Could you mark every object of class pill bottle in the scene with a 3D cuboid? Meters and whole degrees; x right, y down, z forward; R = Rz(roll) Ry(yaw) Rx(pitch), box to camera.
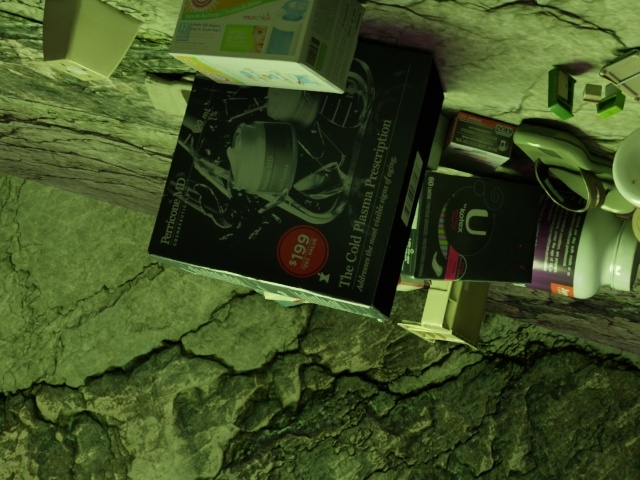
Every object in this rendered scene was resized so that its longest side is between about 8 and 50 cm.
[{"bbox_3d":[0.496,-0.072,1.516,0.121,0.121,0.221,8,169,40],"label":"pill bottle"},{"bbox_3d":[0.393,-0.002,1.947,0.322,0.182,0.181,12,171,21],"label":"pill bottle"}]

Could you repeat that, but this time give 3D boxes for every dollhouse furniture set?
[{"bbox_3d":[0.341,-0.196,1.311,0.076,0.059,0.151,28,147,-31],"label":"dollhouse furniture set"}]

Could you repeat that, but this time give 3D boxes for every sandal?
[{"bbox_3d":[0.380,-0.093,1.694,0.120,0.086,0.302,7,168,44],"label":"sandal"}]

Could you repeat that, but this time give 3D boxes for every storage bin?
[{"bbox_3d":[0.287,0.089,2.458,0.123,0.262,0.260,10,170,25],"label":"storage bin"}]

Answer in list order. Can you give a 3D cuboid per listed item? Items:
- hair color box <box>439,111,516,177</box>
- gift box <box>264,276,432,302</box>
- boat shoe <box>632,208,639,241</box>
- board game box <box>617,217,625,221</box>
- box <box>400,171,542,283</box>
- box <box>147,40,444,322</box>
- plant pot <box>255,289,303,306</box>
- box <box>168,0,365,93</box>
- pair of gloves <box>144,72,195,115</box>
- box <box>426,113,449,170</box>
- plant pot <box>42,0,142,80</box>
[{"bbox_3d":[0.236,-0.146,1.719,0.093,0.053,0.167,15,173,-3],"label":"hair color box"},{"bbox_3d":[0.057,0.009,2.093,0.258,0.276,0.255,-15,171,35],"label":"gift box"},{"bbox_3d":[0.639,-0.013,1.748,0.285,0.103,0.092,9,-157,37],"label":"boat shoe"},{"bbox_3d":[0.527,-0.018,2.082,0.181,0.043,0.092,12,172,16],"label":"board game box"},{"bbox_3d":[0.206,-0.022,1.762,0.270,0.165,0.143,3,-176,-39],"label":"box"},{"bbox_3d":[-0.026,-0.095,1.512,0.312,0.343,0.179,12,173,13],"label":"box"},{"bbox_3d":[0.000,0.000,2.507,0.252,0.248,0.247,-6,166,16],"label":"plant pot"},{"bbox_3d":[-0.066,-0.252,1.334,0.203,0.114,0.103,9,171,35],"label":"box"},{"bbox_3d":[-0.188,-0.188,1.910,0.204,0.042,0.240,13,140,41],"label":"pair of gloves"},{"bbox_3d":[0.122,-0.163,1.684,0.101,0.087,0.102,8,169,39],"label":"box"},{"bbox_3d":[-0.345,-0.292,1.622,0.109,0.096,0.109,22,170,-41],"label":"plant pot"}]
